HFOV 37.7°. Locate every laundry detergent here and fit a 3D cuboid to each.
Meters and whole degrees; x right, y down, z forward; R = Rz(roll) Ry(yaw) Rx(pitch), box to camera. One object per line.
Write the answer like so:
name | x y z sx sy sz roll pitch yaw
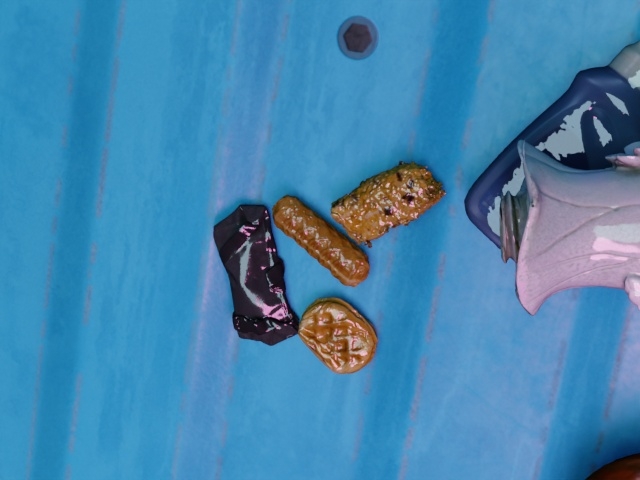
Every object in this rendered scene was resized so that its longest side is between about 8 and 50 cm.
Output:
laundry detergent | 0.305 -0.105 1.101 0.143 0.094 0.290 41 108 8

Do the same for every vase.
vase | 0.408 -0.012 0.953 0.445 0.250 0.250 0 98 10

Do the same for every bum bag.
bum bag | -0.091 0.049 1.268 0.087 0.049 0.198 -13 94 13

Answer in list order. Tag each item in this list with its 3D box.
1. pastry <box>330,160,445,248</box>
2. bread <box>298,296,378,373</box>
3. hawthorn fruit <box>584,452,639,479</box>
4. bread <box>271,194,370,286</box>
pastry | 0.083 -0.049 1.197 0.140 0.056 0.080 -35 95 19
bread | 0.024 0.125 1.247 0.110 0.044 0.083 43 104 5
hawthorn fruit | 0.407 0.361 1.054 0.275 0.275 0.300 3 107 16
bread | 0.000 0.000 1.234 0.157 0.044 0.052 40 121 9
